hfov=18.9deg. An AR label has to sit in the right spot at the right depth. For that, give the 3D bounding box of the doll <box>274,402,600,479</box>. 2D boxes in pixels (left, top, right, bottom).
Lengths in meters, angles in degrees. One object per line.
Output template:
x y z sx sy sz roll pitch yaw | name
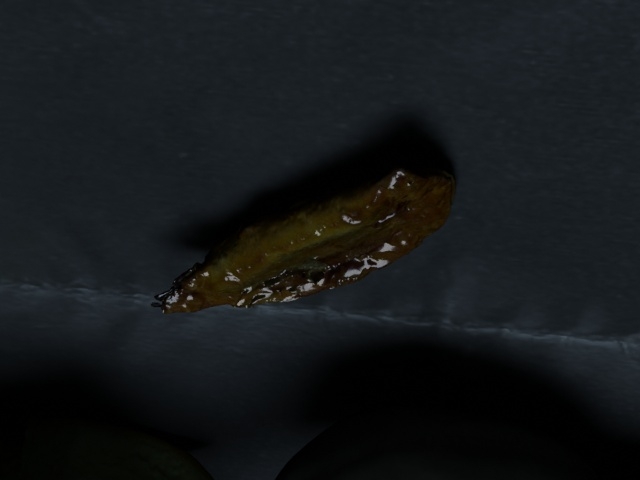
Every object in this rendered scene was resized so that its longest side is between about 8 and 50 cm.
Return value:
0.076 0.272 1.201 0.378 0.252 0.382 37 105 -14 | doll

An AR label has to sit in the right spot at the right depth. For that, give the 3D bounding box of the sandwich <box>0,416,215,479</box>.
-0.185 0.166 1.223 0.244 0.090 0.088 -7 148 24 | sandwich

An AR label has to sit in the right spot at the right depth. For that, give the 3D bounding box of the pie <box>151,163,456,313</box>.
0.003 0.000 0.968 0.088 0.033 0.191 14 150 -41 | pie
